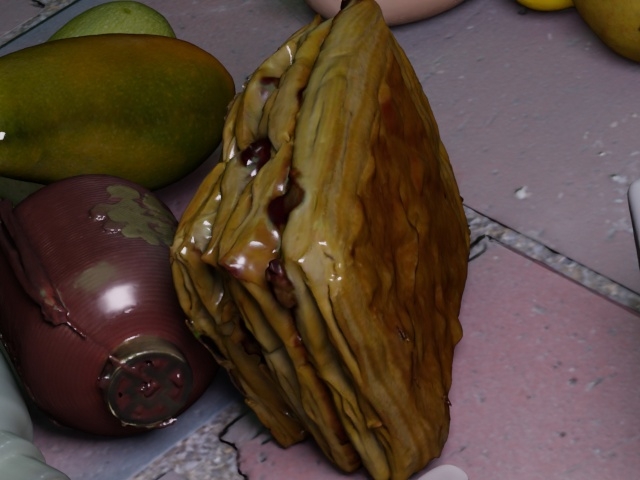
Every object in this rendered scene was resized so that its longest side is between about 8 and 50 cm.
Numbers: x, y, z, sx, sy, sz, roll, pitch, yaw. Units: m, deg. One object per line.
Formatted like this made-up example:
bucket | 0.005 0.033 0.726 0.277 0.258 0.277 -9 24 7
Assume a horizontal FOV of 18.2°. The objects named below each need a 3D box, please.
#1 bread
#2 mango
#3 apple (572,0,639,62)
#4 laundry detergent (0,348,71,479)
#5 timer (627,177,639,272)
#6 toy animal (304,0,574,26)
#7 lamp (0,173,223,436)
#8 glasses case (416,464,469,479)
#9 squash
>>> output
bread | 0.000 0.000 1.481 0.167 0.277 0.324 -9 40 17
mango | -0.194 -0.108 1.670 0.289 0.129 0.146 -1 51 -44
apple | 0.307 -0.237 1.752 0.182 0.155 0.182 20 37 -16
laundry detergent | -0.340 0.134 1.558 0.398 0.124 0.264 18 47 35
timer | 0.322 0.065 1.330 0.195 0.192 0.194 -11 37 7
toy animal | 0.123 -0.362 1.911 0.345 0.247 0.277 -5 36 15
lamp | -0.176 0.045 1.561 0.180 0.180 0.258 -25 38 -11
glasses case | 0.070 0.188 1.412 0.083 0.021 0.032 -36 38 -24
squash | -0.213 -0.140 1.850 0.132 0.132 0.247 8 44 29
